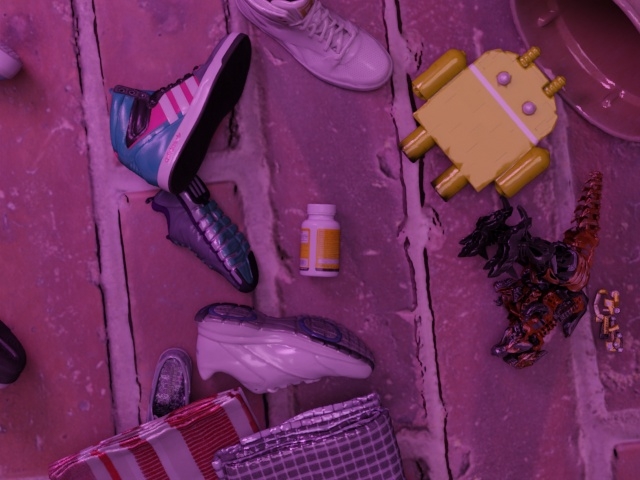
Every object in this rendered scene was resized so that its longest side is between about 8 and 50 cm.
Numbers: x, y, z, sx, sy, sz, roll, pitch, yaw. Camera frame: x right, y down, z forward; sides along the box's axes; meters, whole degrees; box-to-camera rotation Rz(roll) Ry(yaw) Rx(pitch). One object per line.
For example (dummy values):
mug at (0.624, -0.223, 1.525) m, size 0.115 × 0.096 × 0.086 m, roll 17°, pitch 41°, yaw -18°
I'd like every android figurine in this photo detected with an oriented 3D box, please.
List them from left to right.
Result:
android figurine at (0.265, -0.194, 1.791) m, size 0.273 × 0.056 × 0.248 m, roll -39°, pitch 90°, yaw 10°

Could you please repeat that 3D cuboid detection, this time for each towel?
towel at (-0.234, 0.386, 1.772) m, size 0.329 × 0.037 × 0.237 m, roll -23°, pitch 118°, yaw 0°
towel at (-0.004, 0.390, 1.733) m, size 0.283 × 0.121 × 0.235 m, roll -19°, pitch 112°, yaw -5°

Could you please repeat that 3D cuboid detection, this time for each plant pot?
plant pot at (0.513, -0.372, 1.699) m, size 0.305 × 0.334 × 0.334 m, roll -39°, pitch 90°, yaw -12°

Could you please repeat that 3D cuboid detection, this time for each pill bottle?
pill bottle at (0.000, 0.000, 1.802) m, size 0.065 × 0.065 × 0.116 m, roll 2°, pitch 91°, yaw 0°

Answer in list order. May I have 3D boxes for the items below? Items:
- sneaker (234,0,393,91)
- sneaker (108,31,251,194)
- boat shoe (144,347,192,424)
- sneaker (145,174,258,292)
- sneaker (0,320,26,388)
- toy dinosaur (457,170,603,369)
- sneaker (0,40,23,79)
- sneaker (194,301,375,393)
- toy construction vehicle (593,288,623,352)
sneaker at (-0.012, -0.336, 1.752) m, size 0.292 × 0.169 × 0.108 m, roll 31°, pitch 88°, yaw -1°
sneaker at (-0.241, -0.225, 1.781) m, size 0.178 × 0.124 × 0.296 m, roll 20°, pitch 68°, yaw 17°
boat shoe at (-0.249, 0.288, 1.795) m, size 0.079 × 0.081 × 0.228 m, roll 5°, pitch 90°, yaw 0°
sneaker at (-0.190, -0.001, 1.812) m, size 0.098 × 0.083 × 0.224 m, roll -32°, pitch 91°, yaw 27°
sneaker at (-0.698, 0.186, 1.779) m, size 0.447 × 0.169 × 0.258 m, roll 25°, pitch 99°, yaw 8°
toy dinosaur at (0.351, 0.040, 1.784) m, size 0.218 × 0.164 × 0.322 m, roll 28°, pitch 73°, yaw -18°
sneaker at (-0.653, -0.309, 1.781) m, size 0.366 × 0.135 × 0.150 m, roll 25°, pitch 95°, yaw 10°
sneaker at (-0.060, 0.185, 1.798) m, size 0.297 × 0.111 × 0.129 m, roll 11°, pitch 106°, yaw 4°
toy construction vehicle at (0.460, 0.128, 1.792) m, size 0.035 × 0.086 × 0.098 m, roll -3°, pitch 91°, yaw 7°
